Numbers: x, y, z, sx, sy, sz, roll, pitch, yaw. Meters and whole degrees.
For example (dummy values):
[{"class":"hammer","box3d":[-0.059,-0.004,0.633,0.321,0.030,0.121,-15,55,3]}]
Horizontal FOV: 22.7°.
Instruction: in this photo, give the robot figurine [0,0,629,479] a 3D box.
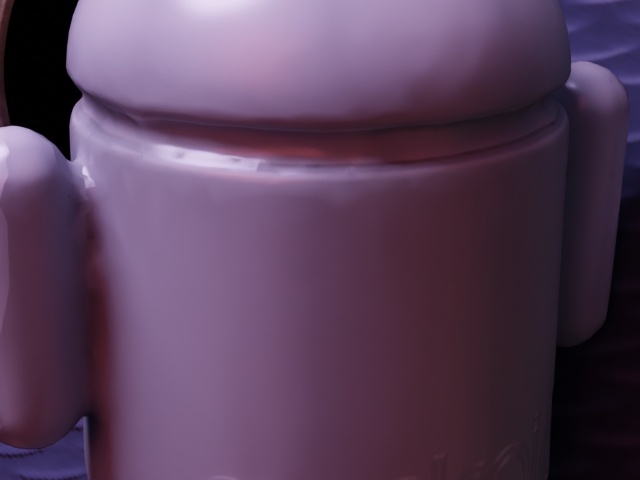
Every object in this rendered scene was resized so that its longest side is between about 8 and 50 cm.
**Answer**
[{"class":"robot figurine","box3d":[0.000,0.000,0.657,0.199,0.299,0.354,28,124,55]}]

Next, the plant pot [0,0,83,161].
[{"class":"plant pot","box3d":[-0.111,-0.146,0.804,0.230,0.215,0.215,40,100,44]}]
